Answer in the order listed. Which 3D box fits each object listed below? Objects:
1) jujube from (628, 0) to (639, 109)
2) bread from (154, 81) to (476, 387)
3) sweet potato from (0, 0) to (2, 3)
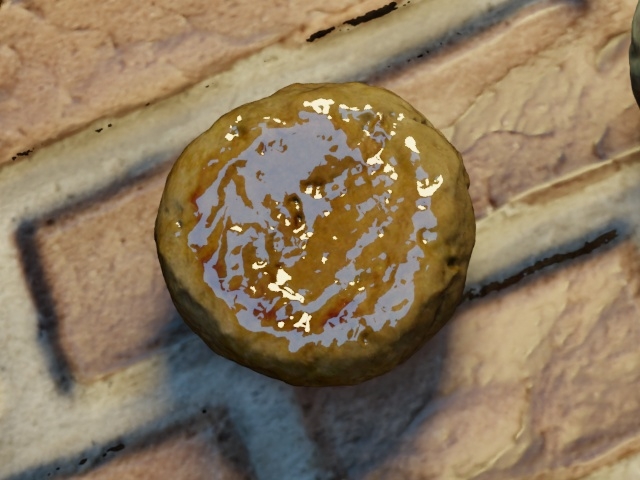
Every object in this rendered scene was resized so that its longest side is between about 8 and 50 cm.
[{"bbox_3d":[0.354,-0.172,1.002,0.226,0.226,0.317,36,84,15],"label":"jujube"},{"bbox_3d":[0.000,0.000,1.058,0.230,0.123,0.230,-1,75,3],"label":"bread"},{"bbox_3d":[-0.306,-0.253,1.213,0.153,0.038,0.041,45,120,10],"label":"sweet potato"}]
